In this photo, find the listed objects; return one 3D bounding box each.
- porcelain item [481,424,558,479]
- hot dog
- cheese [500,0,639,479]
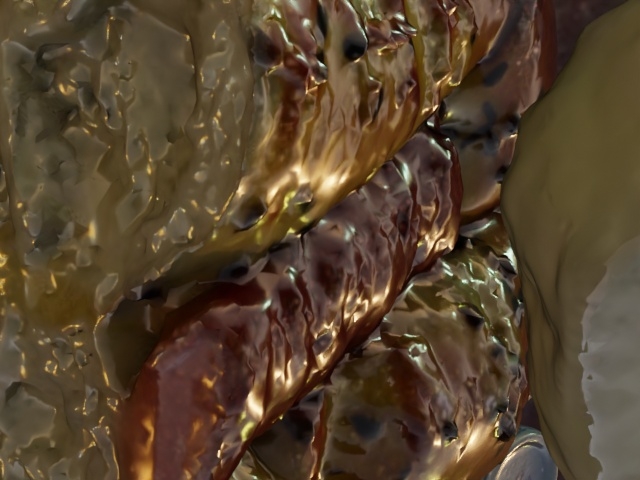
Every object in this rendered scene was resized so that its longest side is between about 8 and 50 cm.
[{"bbox_3d":[0.212,0.294,1.901,0.147,0.114,0.147,-14,111,-42],"label":"porcelain item"},{"bbox_3d":[0.000,0.000,0.750,0.365,0.196,0.367,-22,121,-56],"label":"hot dog"},{"bbox_3d":[0.222,-0.001,0.498,0.326,0.115,0.318,-7,132,-1],"label":"cheese"}]
